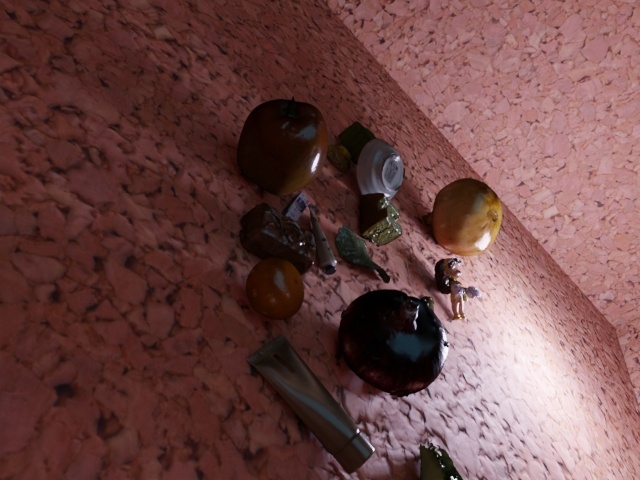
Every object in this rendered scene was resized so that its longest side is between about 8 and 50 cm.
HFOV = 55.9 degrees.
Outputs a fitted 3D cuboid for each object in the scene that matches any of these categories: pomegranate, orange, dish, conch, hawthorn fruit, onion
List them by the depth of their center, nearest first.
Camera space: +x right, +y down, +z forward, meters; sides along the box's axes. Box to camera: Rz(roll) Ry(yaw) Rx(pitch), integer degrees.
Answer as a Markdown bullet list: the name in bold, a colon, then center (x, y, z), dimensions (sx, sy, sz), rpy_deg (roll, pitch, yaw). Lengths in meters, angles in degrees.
- **orange**: center (-0.112, 0.119, 1.471), dimensions (0.156, 0.124, 0.156), rpy_deg (46, 34, -42)
- **conch**: center (0.306, 0.596, 1.501), dimensions (0.143, 0.137, 0.251), rpy_deg (29, 35, -33)
- **onion**: center (0.202, 0.261, 1.616), dimensions (0.313, 0.232, 0.314), rpy_deg (11, 50, -13)
- **hawthorn fruit**: center (-0.100, -0.292, 1.768), dimensions (0.267, 0.301, 0.268), rpy_deg (13, 46, -14)
- **dish**: center (0.251, -0.261, 2.309), dimensions (0.260, 0.085, 0.261), rpy_deg (-7, 99, -47)
- **pomegranate**: center (0.598, -0.096, 2.567), dimensions (0.338, 0.338, 0.338), rpy_deg (35, 33, -27)

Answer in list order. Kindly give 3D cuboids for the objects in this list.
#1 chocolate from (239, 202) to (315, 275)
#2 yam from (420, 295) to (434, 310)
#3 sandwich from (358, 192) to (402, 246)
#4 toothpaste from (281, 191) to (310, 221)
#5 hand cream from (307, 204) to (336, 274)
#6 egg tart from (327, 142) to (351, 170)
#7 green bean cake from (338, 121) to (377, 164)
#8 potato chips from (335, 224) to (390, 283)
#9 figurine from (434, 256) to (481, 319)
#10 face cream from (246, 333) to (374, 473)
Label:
- **chocolate**: center (-0.112, -0.008, 1.645), dimensions (0.214, 0.093, 0.148), rpy_deg (34, 32, -28)
- **yam**: center (0.338, 0.287, 1.970), dimensions (0.067, 0.071, 0.317), rpy_deg (6, 29, 9)
- **sandwich**: center (0.210, -0.099, 2.175), dimensions (0.122, 0.128, 0.236), rpy_deg (41, 30, -34)
- **toothpaste**: center (-0.082, -0.089, 1.834), dimensions (0.047, 0.040, 0.196), rpy_deg (50, 29, -11)
- **hand cream**: center (0.000, 0.000, 1.836), dimensions (0.080, 0.050, 0.234), rpy_deg (72, -1, -58)
- **egg tart**: center (0.075, -0.327, 2.317), dimensions (0.130, 0.052, 0.130), rpy_deg (33, 37, -29)
- **green bean cake**: center (0.188, -0.364, 2.442), dimensions (0.200, 0.113, 0.214), rpy_deg (25, 30, -48)
- **potato chips**: center (0.145, 0.054, 1.978), dimensions (0.228, 0.059, 0.167), rpy_deg (33, 24, -30)
- **figurine**: center (0.509, 0.179, 2.291), dimensions (0.174, 0.115, 0.240), rpy_deg (8, 56, -49)
- **face cream**: center (-0.018, 0.370, 1.373), dimensions (0.341, 0.084, 0.137), rpy_deg (48, 38, 9)
